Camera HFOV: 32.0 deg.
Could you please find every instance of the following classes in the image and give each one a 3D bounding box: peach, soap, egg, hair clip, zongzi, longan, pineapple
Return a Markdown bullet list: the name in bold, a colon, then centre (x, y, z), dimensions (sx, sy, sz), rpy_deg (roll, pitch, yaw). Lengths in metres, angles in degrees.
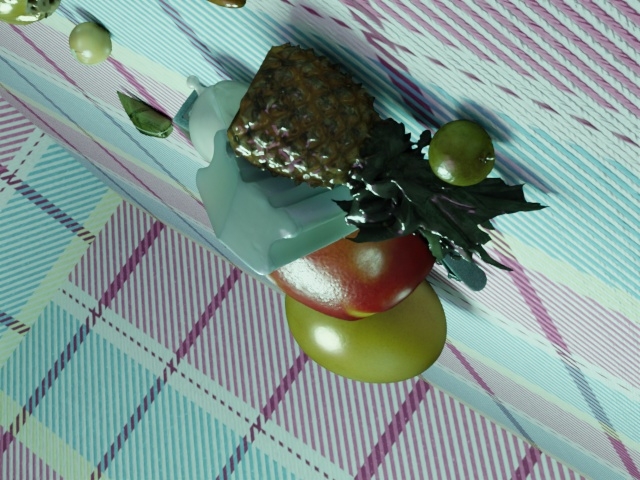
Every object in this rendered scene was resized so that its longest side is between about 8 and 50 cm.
- **peach**: centre (0.000, 0.000, 1.796), dimensions (0.361, 0.201, 0.257), rpy_deg (39, 171, -25)
- **soap**: centre (-0.041, -0.069, 1.414), dimensions (0.173, 0.095, 0.289), rpy_deg (41, -152, 13)
- **egg**: centre (-0.389, -0.332, 1.872), dimensions (0.071, 0.071, 0.083), rpy_deg (32, 168, 18)
- **egg**: centre (0.087, 0.136, 2.056), dimensions (0.322, 0.250, 0.250), rpy_deg (28, 174, -23)
- **hair clip**: centre (0.186, 0.007, 1.686), dimensions (0.070, 0.039, 0.229), rpy_deg (29, 169, 38)
- **zongzi**: centre (-0.355, -0.258, 2.252), dimensions (0.104, 0.052, 0.113), rpy_deg (12, 144, 50)
- **longan**: centre (0.153, -0.091, 1.171), dimensions (0.083, 0.075, 0.075), rpy_deg (19, 163, 45)
- **pineapple**: centre (0.070, -0.076, 1.270), dimensions (0.364, 0.165, 0.165), rpy_deg (33, 171, -1)

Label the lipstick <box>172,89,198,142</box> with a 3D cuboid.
- **lipstick**: centre (-0.139, -0.141, 1.952), dimensions (0.076, 0.080, 0.371), rpy_deg (29, 169, 26)

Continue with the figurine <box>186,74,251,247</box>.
- **figurine**: centre (-0.115, -0.126, 1.620), dimensions (0.144, 0.182, 0.257), rpy_deg (-12, 100, 30)

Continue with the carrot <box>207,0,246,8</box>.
- **carrot**: centre (-0.184, -0.318, 1.286), dimensions (0.248, 0.043, 0.043), rpy_deg (29, 170, 22)

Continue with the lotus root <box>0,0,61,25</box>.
- **lotus root**: centre (-0.508, -0.426, 1.551), dimensions (0.342, 0.151, 0.169), rpy_deg (35, -176, 3)
